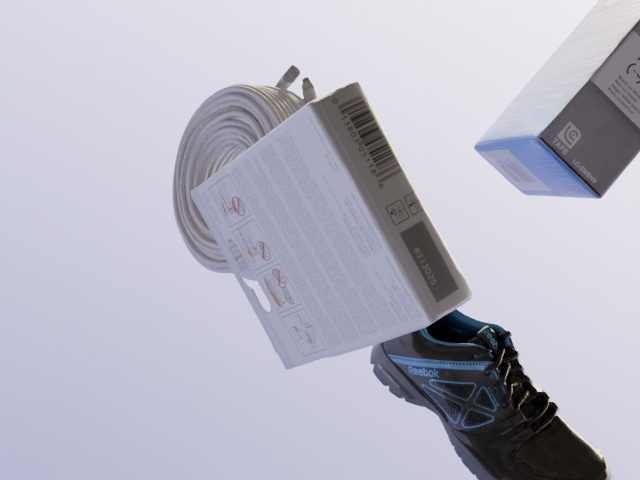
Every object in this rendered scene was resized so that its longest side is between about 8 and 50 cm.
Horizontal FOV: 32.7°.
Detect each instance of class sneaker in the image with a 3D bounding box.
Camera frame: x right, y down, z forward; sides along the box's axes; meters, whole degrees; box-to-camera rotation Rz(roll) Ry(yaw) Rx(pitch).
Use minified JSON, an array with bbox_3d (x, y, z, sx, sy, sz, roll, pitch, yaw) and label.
[{"bbox_3d":[0.202,0.185,1.288,0.341,0.139,0.125,36,-138,24],"label":"sneaker"}]

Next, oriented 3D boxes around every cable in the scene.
[{"bbox_3d":[-0.095,-0.077,1.437,0.089,0.257,0.257,6,-119,-44],"label":"cable"}]

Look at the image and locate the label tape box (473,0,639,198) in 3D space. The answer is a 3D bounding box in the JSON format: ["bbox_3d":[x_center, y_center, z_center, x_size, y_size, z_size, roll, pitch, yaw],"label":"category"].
[{"bbox_3d":[0.351,-0.205,1.273,0.106,0.240,0.333,41,-93,-9],"label":"label tape box"}]

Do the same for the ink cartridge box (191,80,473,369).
[{"bbox_3d":[0.000,0.000,0.686,0.045,0.179,0.145,-29,-89,-31],"label":"ink cartridge box"}]
